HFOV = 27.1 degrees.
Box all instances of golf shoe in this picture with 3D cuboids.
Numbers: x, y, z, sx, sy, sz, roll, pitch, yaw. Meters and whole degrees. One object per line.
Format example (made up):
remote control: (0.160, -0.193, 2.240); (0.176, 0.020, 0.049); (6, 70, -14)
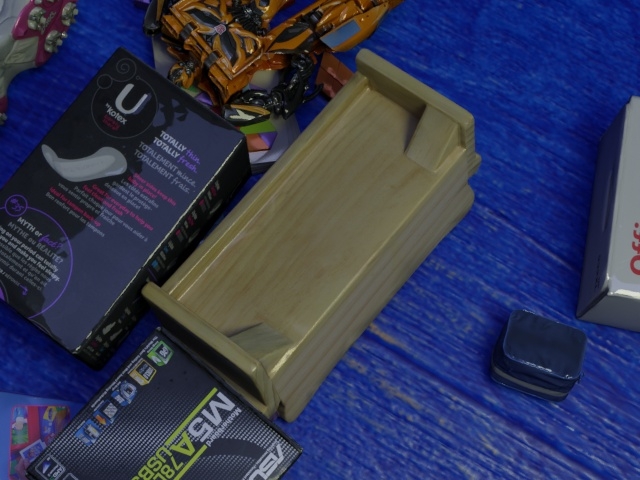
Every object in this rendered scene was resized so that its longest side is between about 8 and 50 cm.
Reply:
golf shoe: (-0.389, -0.188, 1.414); (0.140, 0.115, 0.306); (26, 65, 15)

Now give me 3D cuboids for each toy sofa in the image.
toy sofa: (0.000, 0.000, 1.357); (0.150, 0.177, 0.362); (35, 74, 22)

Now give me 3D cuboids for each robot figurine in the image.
robot figurine: (-0.048, -0.255, 1.438); (0.291, 0.085, 0.211); (-38, 79, -21)

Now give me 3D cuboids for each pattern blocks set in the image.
pattern blocks set: (-0.103, -0.156, 1.459); (0.285, 0.026, 0.325); (-23, 76, -11)

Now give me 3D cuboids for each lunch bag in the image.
lunch bag: (0.229, 0.123, 1.378); (0.098, 0.065, 0.067); (21, 56, 3)

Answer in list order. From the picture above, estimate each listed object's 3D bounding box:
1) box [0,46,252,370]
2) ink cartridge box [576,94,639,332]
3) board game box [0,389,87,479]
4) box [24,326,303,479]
box: (-0.213, -0.028, 1.333); (0.165, 0.143, 0.270); (36, 80, 7)
ink cartridge box: (0.444, -0.004, 1.401); (0.307, 0.129, 0.223); (11, 72, -1)
board game box: (-0.261, 0.327, 1.263); (0.233, 0.078, 0.347); (9, 72, -2)
box: (-0.145, 0.209, 1.244); (0.184, 0.045, 0.191); (40, 77, 10)
